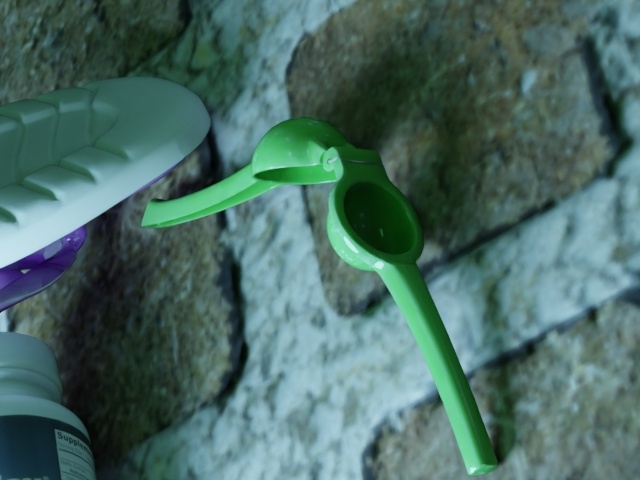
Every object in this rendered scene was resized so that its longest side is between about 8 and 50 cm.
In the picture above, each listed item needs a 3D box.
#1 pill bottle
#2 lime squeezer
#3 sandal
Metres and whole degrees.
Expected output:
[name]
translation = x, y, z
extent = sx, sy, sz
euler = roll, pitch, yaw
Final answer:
[pill bottle]
translation = -0.177, 0.147, 0.977
extent = 0.108, 0.108, 0.180
euler = -35, 51, 27
[lime squeezer]
translation = 0.000, 0.000, 0.915
extent = 0.310, 0.059, 0.110
euler = 34, 96, 45
[sandal]
translation = -0.249, 0.027, 1.043
extent = 0.416, 0.102, 0.169
euler = -28, 32, -7
